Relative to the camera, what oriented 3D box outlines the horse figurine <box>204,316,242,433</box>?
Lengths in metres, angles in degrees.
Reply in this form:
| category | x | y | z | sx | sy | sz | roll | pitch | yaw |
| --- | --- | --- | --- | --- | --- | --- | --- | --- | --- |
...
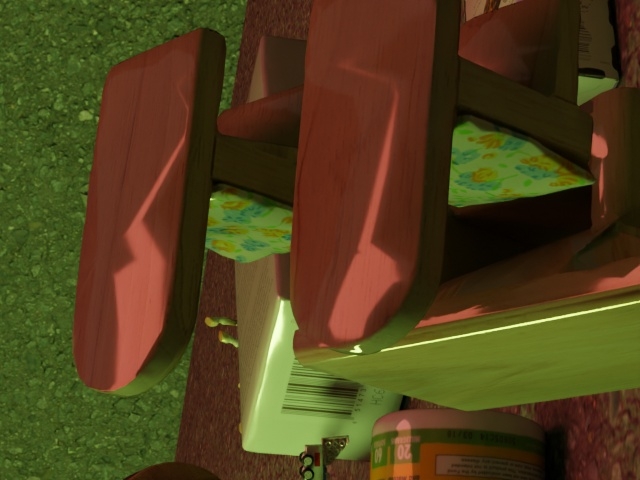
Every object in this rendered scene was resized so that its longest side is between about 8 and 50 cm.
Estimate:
| category | x | y | z | sx | sy | sz | roll | pitch | yaw |
| --- | --- | --- | --- | --- | --- | --- | --- | --- | --- |
| horse figurine | -0.028 | 0.151 | 2.270 | 0.263 | 0.174 | 0.066 | -112 | 31 | -43 |

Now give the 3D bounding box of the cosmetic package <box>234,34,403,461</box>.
| category | x | y | z | sx | sy | sz | roll | pitch | yaw |
| --- | --- | --- | --- | --- | --- | --- | --- | --- | --- |
| cosmetic package | 0.000 | 0.000 | 2.114 | 0.453 | 0.161 | 0.230 | -96 | 15 | -48 |

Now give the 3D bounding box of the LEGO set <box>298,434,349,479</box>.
| category | x | y | z | sx | sy | sz | roll | pitch | yaw |
| --- | --- | --- | --- | --- | --- | --- | --- | --- | --- |
| LEGO set | 0.002 | 0.319 | 1.923 | 0.244 | 0.060 | 0.182 | 95 | 171 | -47 |

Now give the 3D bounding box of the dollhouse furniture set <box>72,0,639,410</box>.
| category | x | y | z | sx | sy | sz | roll | pitch | yaw |
| --- | --- | --- | --- | --- | --- | --- | --- | --- | --- |
| dollhouse furniture set | 0.157 | 0.060 | 0.734 | 0.394 | 0.362 | 0.256 | -15 | 64 | 47 |

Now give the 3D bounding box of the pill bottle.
| category | x | y | z | sx | sy | sz | roll | pitch | yaw |
| --- | --- | --- | --- | --- | --- | --- | --- | --- | --- |
| pill bottle | 0.102 | 0.260 | 1.467 | 0.136 | 0.136 | 0.245 | 128 | 147 | -71 |

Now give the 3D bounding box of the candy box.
| category | x | y | z | sx | sy | sz | roll | pitch | yaw |
| --- | --- | --- | --- | --- | --- | --- | --- | --- | --- |
| candy box | 0.171 | -0.165 | 1.523 | 0.165 | 0.070 | 0.196 | 112 | 160 | -58 |

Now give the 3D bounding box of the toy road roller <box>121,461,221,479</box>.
| category | x | y | z | sx | sy | sz | roll | pitch | yaw |
| --- | --- | --- | --- | --- | --- | --- | --- | --- | --- |
| toy road roller | -0.012 | 0.275 | 1.666 | 0.240 | 0.329 | 0.202 | -49 | 3 | -15 |
